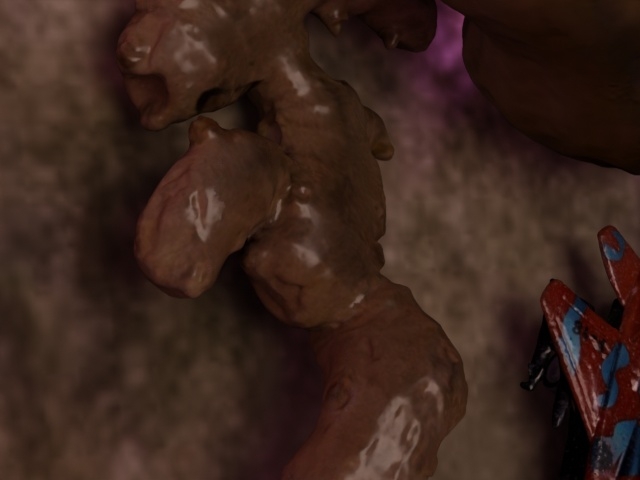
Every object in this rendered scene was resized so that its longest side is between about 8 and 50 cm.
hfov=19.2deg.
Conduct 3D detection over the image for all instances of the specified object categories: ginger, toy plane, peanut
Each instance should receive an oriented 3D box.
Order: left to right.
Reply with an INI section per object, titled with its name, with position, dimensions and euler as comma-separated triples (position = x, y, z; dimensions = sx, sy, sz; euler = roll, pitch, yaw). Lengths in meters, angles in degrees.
[ginger]
position = -0.014, -0.005, 0.724
dimensions = 0.149, 0.065, 0.258
euler = 11, 68, -28
[peanut]
position = 0.103, -0.100, 0.770
dimensions = 0.236, 0.120, 0.110
euler = 31, 82, -50
[toy plane]
position = 0.124, 0.093, 0.808
dimensions = 0.130, 0.061, 0.189
euler = 34, 69, -26
